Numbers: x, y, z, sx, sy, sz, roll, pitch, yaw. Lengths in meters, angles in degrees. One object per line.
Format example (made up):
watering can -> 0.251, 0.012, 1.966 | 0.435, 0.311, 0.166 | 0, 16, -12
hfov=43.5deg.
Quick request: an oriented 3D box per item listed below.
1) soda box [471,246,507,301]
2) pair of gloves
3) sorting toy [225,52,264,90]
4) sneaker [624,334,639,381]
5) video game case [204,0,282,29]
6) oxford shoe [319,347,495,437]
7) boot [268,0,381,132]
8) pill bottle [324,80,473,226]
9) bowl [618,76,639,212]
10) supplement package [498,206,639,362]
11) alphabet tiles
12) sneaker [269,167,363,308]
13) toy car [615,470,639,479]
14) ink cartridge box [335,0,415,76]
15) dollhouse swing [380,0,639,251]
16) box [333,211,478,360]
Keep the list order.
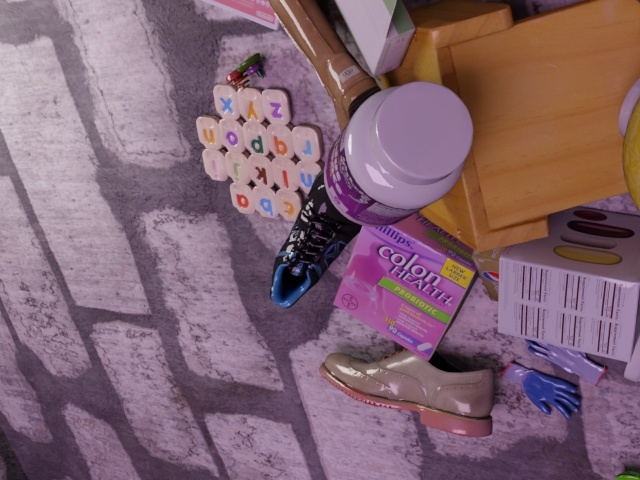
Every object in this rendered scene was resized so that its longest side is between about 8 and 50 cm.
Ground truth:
soda box -> 0.306, 0.046, 1.353 | 0.058, 0.061, 0.181 | 11, 157, 28
pair of gloves -> 0.430, 0.243, 1.486 | 0.159, 0.023, 0.198 | 31, 132, 13
sorting toy -> -0.130, -0.305, 1.469 | 0.042, 0.061, 0.102 | 55, 148, -9
sneaker -> 0.599, 0.142, 1.251 | 0.169, 0.108, 0.292 | 27, 129, 20
video game case -> -0.134, -0.522, 1.354 | 0.204, 0.025, 0.285 | 26, 130, 17
oxford shoe -> 0.176, 0.272, 1.629 | 0.397, 0.140, 0.146 | 12, 94, 33
boot -> 0.015, -0.296, 1.338 | 0.269, 0.089, 0.236 | 57, 172, 20
pill bottle -> 0.106, -0.119, 1.131 | 0.169, 0.169, 0.301 | 46, 169, -1
bowl -> 0.491, -0.151, 1.055 | 0.156, 0.289, 0.289 | 44, 141, 43
supplement package -> 0.407, 0.057, 1.260 | 0.203, 0.194, 0.149 | 11, 125, 27
alphabet tiles -> -0.117, -0.171, 1.576 | 0.284, 0.021, 0.278 | 10, 123, 28
sneaker -> 0.000, 0.000, 1.520 | 0.125, 0.139, 0.341 | 27, 133, 0
toy car -> 0.620, 0.518, 1.521 | 0.239, 0.053, 0.225 | -12, 111, 37
ink cartridge box -> 0.075, -0.357, 1.121 | 0.235, 0.056, 0.171 | 113, 134, -74
dollhouse swing -> 0.303, -0.212, 1.246 | 0.315, 0.305, 0.347 | -135, 24, -64
box -> 0.168, 0.061, 1.475 | 0.213, 0.117, 0.243 | 31, 131, 13
